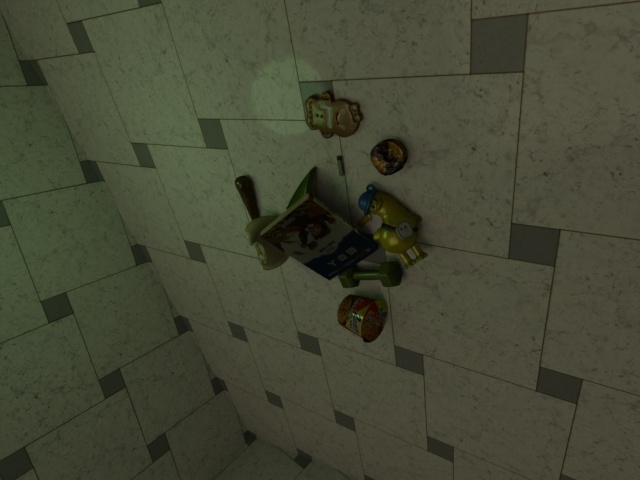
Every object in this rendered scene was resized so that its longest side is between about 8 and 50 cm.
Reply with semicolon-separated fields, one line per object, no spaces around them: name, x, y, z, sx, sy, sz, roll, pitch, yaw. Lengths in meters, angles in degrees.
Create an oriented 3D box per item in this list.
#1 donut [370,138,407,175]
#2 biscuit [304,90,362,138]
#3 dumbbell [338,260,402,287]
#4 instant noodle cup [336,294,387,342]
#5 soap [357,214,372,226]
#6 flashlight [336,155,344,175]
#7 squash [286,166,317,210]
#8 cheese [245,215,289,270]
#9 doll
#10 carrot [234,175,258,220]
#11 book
donut;0.254;-0.308;1.552;0.141;0.059;0.140;22;133;25
biscuit;0.046;-0.472;1.612;0.249;0.035;0.184;20;132;25
dumbbell;0.220;0.156;1.894;0.302;0.122;0.108;-7;88;42
instant noodle cup;0.191;0.358;2.012;0.174;0.213;0.213;15;129;40
soap;0.189;-0.085;1.806;0.034;0.012;0.089;48;138;-2
flashlight;0.081;-0.305;1.721;0.018;0.018;0.083;11;127;34
squash;-0.048;-0.155;1.874;0.203;0.111;0.288;44;136;0
cheese;-0.257;0.009;2.080;0.127;0.233;0.265;-5;115;53
doll;0.288;-0.069;1.669;0.200;0.145;0.362;-33;89;8
carrot;-0.355;-0.189;2.128;0.078;0.078;0.297;11;133;32
book;0.000;0.000;1.795;0.300;0.039;0.428;-37;126;28
